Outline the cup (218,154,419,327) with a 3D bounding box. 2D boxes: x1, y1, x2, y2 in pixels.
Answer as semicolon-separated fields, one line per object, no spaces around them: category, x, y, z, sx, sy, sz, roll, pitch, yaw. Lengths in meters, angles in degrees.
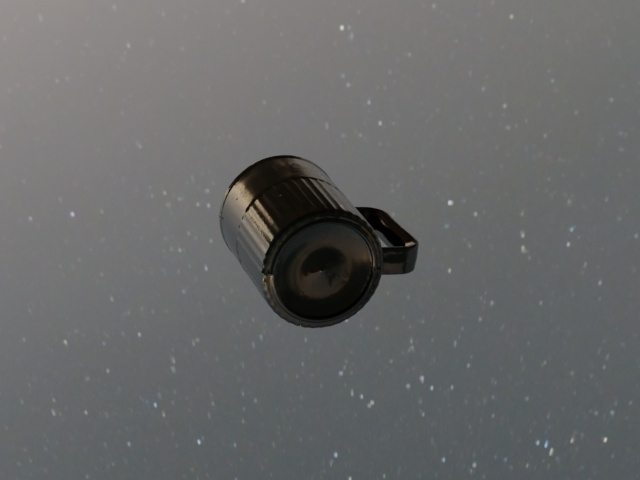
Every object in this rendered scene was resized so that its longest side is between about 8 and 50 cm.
cup;-0.013;0.014;1.756;0.242;0.308;0.292;-56;-153;9
